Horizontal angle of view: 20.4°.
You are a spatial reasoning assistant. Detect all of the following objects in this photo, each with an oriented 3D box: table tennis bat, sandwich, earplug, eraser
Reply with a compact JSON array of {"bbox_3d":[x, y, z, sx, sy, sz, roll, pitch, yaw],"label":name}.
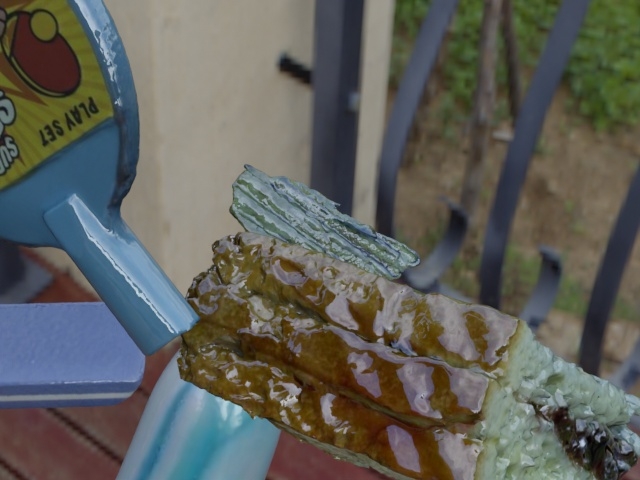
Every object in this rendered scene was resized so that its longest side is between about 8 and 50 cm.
[{"bbox_3d":[-0.183,-0.072,1.077,0.329,0.215,0.044,56,38,-9],"label":"table tennis bat"},{"bbox_3d":[0.085,0.118,1.278,0.262,0.325,0.131,17,79,35],"label":"sandwich"},{"bbox_3d":[-0.128,0.219,1.864,0.185,0.324,0.185,18,21,-7],"label":"earplug"},{"bbox_3d":[-0.249,0.091,1.404,0.225,0.036,0.082,-2,50,-2],"label":"eraser"}]

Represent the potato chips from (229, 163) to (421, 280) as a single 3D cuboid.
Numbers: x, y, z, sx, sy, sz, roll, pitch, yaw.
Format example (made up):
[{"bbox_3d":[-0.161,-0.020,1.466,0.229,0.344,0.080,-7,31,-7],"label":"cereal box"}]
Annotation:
[{"bbox_3d":[0.000,0.000,1.757,0.207,0.028,0.092,31,63,-14],"label":"potato chips"}]
